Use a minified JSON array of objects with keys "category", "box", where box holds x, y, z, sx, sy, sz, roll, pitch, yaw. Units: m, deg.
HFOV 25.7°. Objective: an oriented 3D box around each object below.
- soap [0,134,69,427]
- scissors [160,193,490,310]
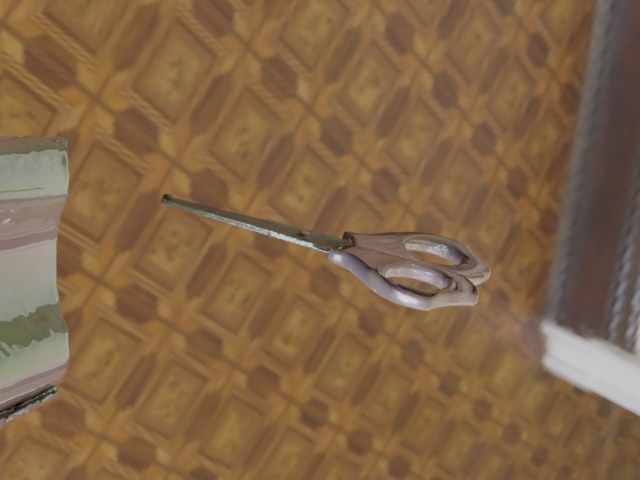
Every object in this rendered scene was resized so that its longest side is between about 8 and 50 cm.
[{"category":"soap","box":[-0.272,0.025,0.704,0.446,0.261,0.156,-22,111,-80]},{"category":"scissors","box":[0.000,0.000,0.779,0.100,0.189,0.015,-50,155,-68]}]
